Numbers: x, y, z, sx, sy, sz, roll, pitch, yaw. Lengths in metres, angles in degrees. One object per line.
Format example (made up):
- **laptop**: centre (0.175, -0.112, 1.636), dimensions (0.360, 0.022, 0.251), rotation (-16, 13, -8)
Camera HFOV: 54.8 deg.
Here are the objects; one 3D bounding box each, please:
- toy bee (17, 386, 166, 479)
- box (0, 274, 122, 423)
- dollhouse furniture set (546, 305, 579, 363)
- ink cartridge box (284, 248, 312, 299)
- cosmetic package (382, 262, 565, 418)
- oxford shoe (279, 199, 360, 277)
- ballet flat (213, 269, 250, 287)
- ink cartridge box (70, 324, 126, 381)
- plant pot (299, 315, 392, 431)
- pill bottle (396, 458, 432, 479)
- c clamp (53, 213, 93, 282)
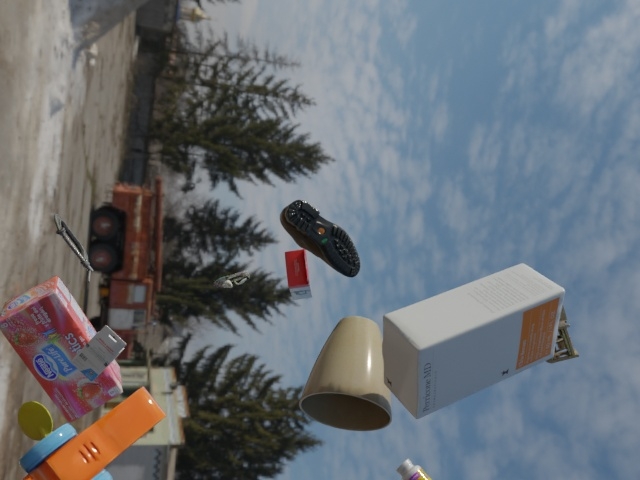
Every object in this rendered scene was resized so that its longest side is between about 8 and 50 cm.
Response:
- **toy bee**: centre (-0.345, 0.297, 0.772), dimensions (0.162, 0.298, 0.195), rotation (-42, -115, 39)
- **box**: centre (-0.609, 0.253, 1.461), dimensions (0.300, 0.142, 0.154), rotation (65, -12, -21)
- **dollhouse furniture set**: centre (0.758, 0.286, 2.032), dimensions (0.161, 0.101, 0.181), rotation (-36, 108, -76)
- **ink cartridge box**: centre (-0.078, 0.117, 2.197), dimensions (0.231, 0.078, 0.134), rotation (82, 0, -69)
- **cosmetic package**: centre (0.390, 0.247, 1.580), dimensions (0.161, 0.453, 0.230), rotation (43, -36, 52)
- **oxford shoe**: centre (0.000, 0.000, 1.406), dimensions (0.083, 0.227, 0.096), rotation (-51, -166, -28)
- **ballet flat**: centre (-0.268, 0.124, 1.887), dimensions (0.041, 0.114, 0.041), rotation (55, -24, 40)
- **ink cartridge box**: centre (-0.351, 0.177, 0.989), dimensions (0.083, 0.048, 0.028), rotation (-45, -177, 3)
- **plant pot**: centre (0.090, 0.366, 1.766), dimensions (0.256, 0.257, 0.274), rotation (117, -12, -52)
- **pill bottle**: centre (0.171, 0.423, 1.075), dimensions (0.083, 0.043, 0.043), rotation (45, -42, 24)
- **c clamp**: centre (-0.598, 0.010, 1.497), dimensions (0.160, 0.022, 0.137), rotation (63, -6, -26)
